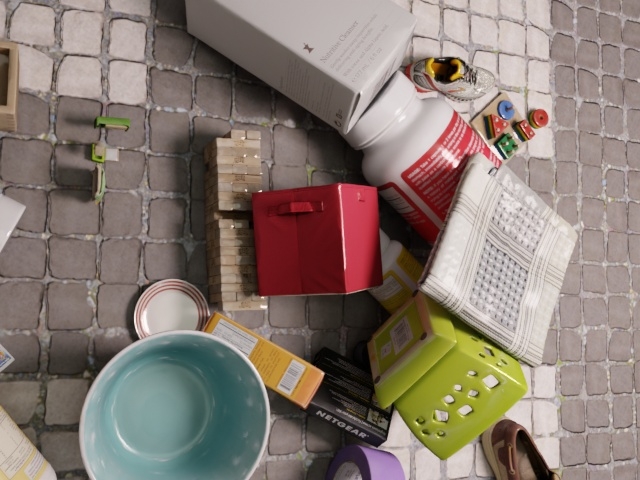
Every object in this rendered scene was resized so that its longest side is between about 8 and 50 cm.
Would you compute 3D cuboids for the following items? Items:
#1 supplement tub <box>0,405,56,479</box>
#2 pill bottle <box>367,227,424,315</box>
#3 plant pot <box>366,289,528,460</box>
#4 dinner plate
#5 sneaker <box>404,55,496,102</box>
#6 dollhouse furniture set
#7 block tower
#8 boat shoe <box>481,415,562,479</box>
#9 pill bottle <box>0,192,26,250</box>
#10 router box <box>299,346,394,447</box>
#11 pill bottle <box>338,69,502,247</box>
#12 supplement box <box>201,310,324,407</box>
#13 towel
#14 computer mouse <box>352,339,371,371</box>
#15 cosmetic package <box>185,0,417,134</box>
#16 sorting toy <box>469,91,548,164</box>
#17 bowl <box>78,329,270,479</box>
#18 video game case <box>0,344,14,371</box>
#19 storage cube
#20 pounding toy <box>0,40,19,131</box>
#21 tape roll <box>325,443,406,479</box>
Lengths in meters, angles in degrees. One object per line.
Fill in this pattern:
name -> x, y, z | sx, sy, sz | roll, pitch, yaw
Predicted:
supplement tub -> -0.549, 0.355, 1.053 | 0.241, 0.241, 0.331 | -39, 101, -23
pill bottle -> 0.152, 0.076, 1.479 | 0.208, 0.119, 0.119 | 46, 69, -15
plant pot -> 0.222, 0.235, 1.367 | 0.207, 0.228, 0.227 | 37, 110, -18
dinner plate -> -0.276, 0.142, 1.326 | 0.141, 0.017, 0.141 | 2, 84, -24
sneaker -> 0.306, -0.364, 1.607 | 0.225, 0.092, 0.088 | -2, 86, -26
dollhouse furniture set -> -0.375, -0.141, 1.274 | 0.058, 0.076, 0.152 | 3, 83, -24
block tower -> -0.164, -0.034, 1.355 | 0.090, 0.097, 0.336 | 0, 83, -25
boat shoe -> 0.472, 0.552, 1.582 | 0.123, 0.123, 0.342 | -23, 95, -25
pill bottle -> -0.620, -0.063, 1.103 | 0.283, 0.161, 0.161 | 30, 73, -20
router box -> 0.059, 0.307, 1.408 | 0.178, 0.046, 0.133 | 29, 46, -9
pill bottle -> 0.236, -0.143, 1.478 | 0.407, 0.229, 0.229 | 44, 69, -16
supplement box -> -0.111, 0.221, 1.316 | 0.233, 0.078, 0.080 | 31, 76, 8
towel -> 0.351, 0.030, 1.341 | 0.312, 0.056, 0.324 | 34, 64, -19
computer mouse -> 0.153, 0.289, 1.509 | 0.242, 0.041, 0.071 | 42, 58, -22
cosmetic package -> -0.042, -0.405, 1.339 | 0.385, 0.156, 0.217 | 33, 68, 5
sorting toy -> 0.433, -0.261, 1.684 | 0.274, 0.046, 0.132 | -42, 103, -22
bowl -> -0.258, 0.304, 1.232 | 0.311, 0.163, 0.312 | 1, 87, -22
video game case -> -0.583, 0.183, 1.180 | 0.087, 0.011, 0.122 | -44, 103, -23
storage cube -> 0.000, 0.000, 1.336 | 0.215, 0.183, 0.193 | -1, 87, -65
pounding toy -> -0.596, -0.295, 1.180 | 0.181, 0.094, 0.206 | 2, 75, -20
tape roll -> 0.081, 0.493, 1.366 | 0.080, 0.189, 0.189 | 17, 78, -22
